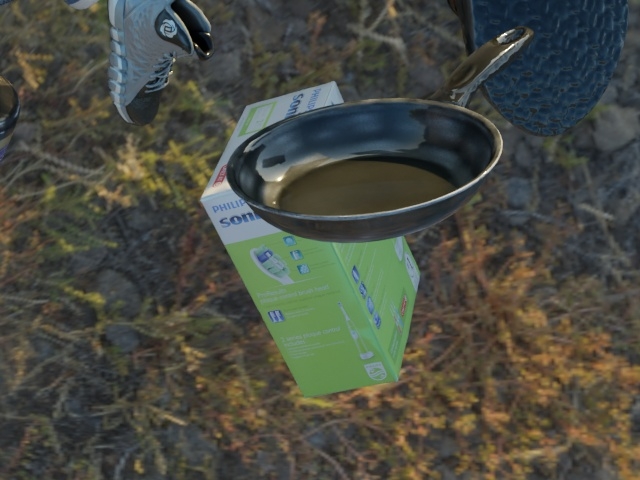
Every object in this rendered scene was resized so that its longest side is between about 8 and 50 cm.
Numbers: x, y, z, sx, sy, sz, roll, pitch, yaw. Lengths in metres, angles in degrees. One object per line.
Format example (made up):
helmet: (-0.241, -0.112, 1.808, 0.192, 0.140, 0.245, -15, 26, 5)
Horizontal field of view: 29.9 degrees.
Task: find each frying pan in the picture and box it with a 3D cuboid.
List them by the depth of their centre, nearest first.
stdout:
frying pan: (0.048, -0.084, 0.911, 0.326, 0.197, 0.053, -62, 148, -57)

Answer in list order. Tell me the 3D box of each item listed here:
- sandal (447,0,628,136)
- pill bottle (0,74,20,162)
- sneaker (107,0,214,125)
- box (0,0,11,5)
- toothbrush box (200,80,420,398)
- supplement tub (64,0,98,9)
sandal: (0.165, -0.300, 1.111, 0.167, 0.107, 0.445, -29, 121, -2)
pill bottle: (-0.338, -0.043, 0.984, 0.123, 0.219, 0.123, 23, 30, -14)
sneaker: (-0.198, -0.228, 1.529, 0.132, 0.228, 0.086, 17, 46, 16)
box: (-0.514, -0.445, 1.832, 0.156, 0.093, 0.158, -36, 131, -41)
toothbrush box: (0.000, 0.000, 1.343, 0.206, 0.122, 0.283, -72, 144, -53)
supplement tub: (-0.385, -0.449, 1.743, 0.200, 0.144, 0.144, 38, 66, -31)
